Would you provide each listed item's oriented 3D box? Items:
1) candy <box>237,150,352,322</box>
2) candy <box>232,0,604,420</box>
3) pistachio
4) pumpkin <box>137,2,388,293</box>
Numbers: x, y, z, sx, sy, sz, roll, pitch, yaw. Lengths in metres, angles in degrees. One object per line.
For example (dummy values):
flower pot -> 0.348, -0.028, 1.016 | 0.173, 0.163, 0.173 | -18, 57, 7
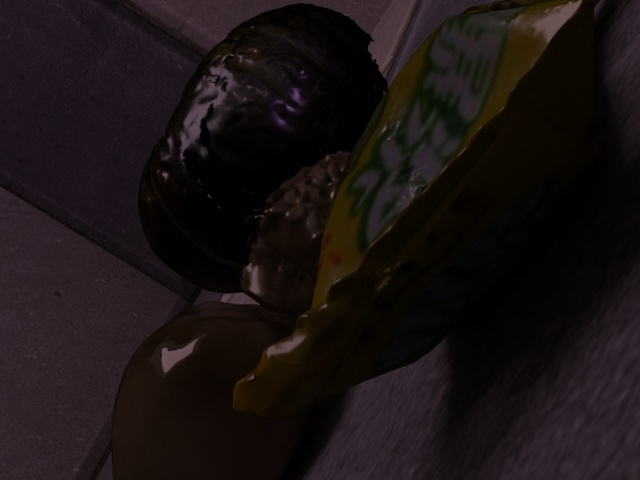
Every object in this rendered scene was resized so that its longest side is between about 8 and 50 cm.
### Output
candy -> 0.000, 0.000, 0.768 | 0.110, 0.085, 0.095 | -50, -9, -48
candy -> 0.060, -0.034, 0.475 | 0.187, 0.081, 0.297 | -56, -5, 18
pistachio -> -0.062, 0.106, 0.663 | 0.108, 0.126, 0.185 | -8, -34, -36
pumpkin -> -0.062, -0.090, 1.204 | 0.320, 0.192, 0.320 | -59, 6, 11
